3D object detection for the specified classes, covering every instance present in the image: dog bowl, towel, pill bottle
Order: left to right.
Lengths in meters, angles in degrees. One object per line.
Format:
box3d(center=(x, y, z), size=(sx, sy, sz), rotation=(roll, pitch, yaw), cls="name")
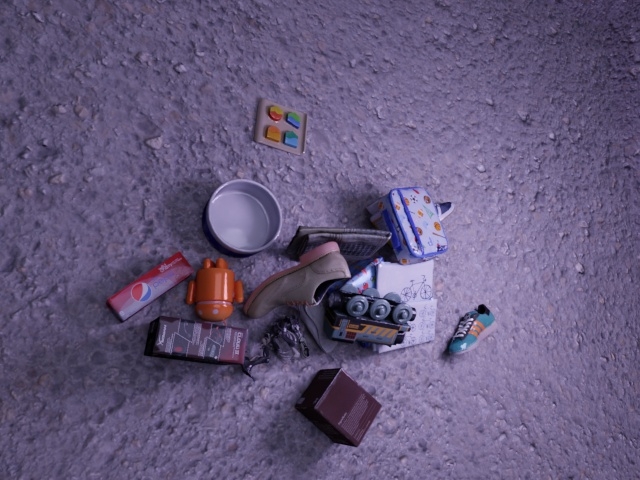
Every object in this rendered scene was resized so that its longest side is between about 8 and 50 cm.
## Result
box3d(center=(-0.274, -0.075, 1.759), size=(0.265, 0.104, 0.264), rotation=(8, 72, -25), cls="dog bowl")
box3d(center=(0.051, 0.021, 1.749), size=(0.325, 0.312, 0.056), rotation=(3, 75, -10), cls="towel")
box3d(center=(0.281, -0.070, 2.028), size=(0.117, 0.117, 0.215), rotation=(-39, 94, -30), cls="pill bottle")

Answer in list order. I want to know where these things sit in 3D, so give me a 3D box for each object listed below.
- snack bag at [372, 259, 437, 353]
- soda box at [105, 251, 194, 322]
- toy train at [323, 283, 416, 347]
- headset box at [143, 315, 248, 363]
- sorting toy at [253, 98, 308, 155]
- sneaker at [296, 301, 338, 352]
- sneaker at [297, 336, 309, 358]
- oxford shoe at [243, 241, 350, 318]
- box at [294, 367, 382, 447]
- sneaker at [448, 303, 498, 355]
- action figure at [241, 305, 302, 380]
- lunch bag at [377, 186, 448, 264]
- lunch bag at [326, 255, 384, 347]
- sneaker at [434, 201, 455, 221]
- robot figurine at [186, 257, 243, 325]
box3d(center=(0.331, 0.240, 1.924), size=(0.323, 0.037, 0.342), rotation=(-1, 95, -36), cls="snack bag")
box3d(center=(-0.530, 0.145, 1.574), size=(0.263, 0.092, 0.083), rotation=(-38, 93, -30), cls="soda box")
box3d(center=(0.169, 0.269, 1.746), size=(0.334, 0.142, 0.190), rotation=(13, 105, -21), cls="toy train")
box3d(center=(-0.367, 0.313, 1.535), size=(0.294, 0.218, 0.110), rotation=(14, 71, -23), cls="headset box")
box3d(center=(-0.148, -0.445, 1.968), size=(0.209, 0.038, 0.192), rotation=(12, 70, -23), cls="sorting toy")
box3d(center=(-0.014, 0.296, 1.799), size=(0.090, 0.095, 0.234), rotation=(-36, 112, -35), cls="sneaker")
box3d(center=(-0.055, 0.375, 1.777), size=(0.032, 0.037, 0.083), rotation=(-12, 79, -27), cls="sneaker")
box3d(center=(-0.083, 0.165, 1.650), size=(0.146, 0.397, 0.140), rotation=(60, 18, 18), cls="oxford shoe")
box3d(center=(0.060, 0.562, 1.704), size=(0.203, 0.168, 0.167), rotation=(45, 61, -9), cls="box")
box3d(center=(0.611, 0.366, 2.079), size=(0.302, 0.108, 0.121), rotation=(-26, 87, -38), cls="sneaker")
box3d(center=(-0.141, 0.351, 1.678), size=(0.276, 0.164, 0.141), rotation=(-40, 85, -20), cls="action figure")
box3d(center=(0.351, -0.053, 1.917), size=(0.243, 0.115, 0.303), rotation=(-7, 71, -40), cls="lunch bag")
box3d(center=(0.180, 0.242, 1.900), size=(0.221, 0.138, 0.293), rotation=(-36, 105, -31), cls="lunch bag")
box3d(center=(0.445, -0.132, 2.139), size=(0.282, 0.099, 0.153), rotation=(-34, 94, -27), cls="sneaker")
box3d(center=(-0.342, 0.169, 1.640), size=(0.158, 0.128, 0.219), rotation=(9, 72, -31), cls="robot figurine")
